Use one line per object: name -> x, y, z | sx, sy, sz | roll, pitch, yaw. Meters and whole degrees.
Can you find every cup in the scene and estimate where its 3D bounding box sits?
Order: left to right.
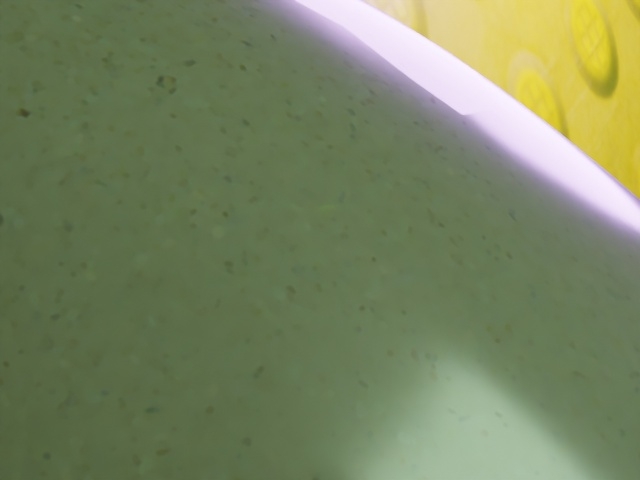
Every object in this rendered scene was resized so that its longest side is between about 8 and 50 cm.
cup -> -0.078, 0.033, 0.557 | 0.237, 0.331, 0.331 | 51, 37, -16
